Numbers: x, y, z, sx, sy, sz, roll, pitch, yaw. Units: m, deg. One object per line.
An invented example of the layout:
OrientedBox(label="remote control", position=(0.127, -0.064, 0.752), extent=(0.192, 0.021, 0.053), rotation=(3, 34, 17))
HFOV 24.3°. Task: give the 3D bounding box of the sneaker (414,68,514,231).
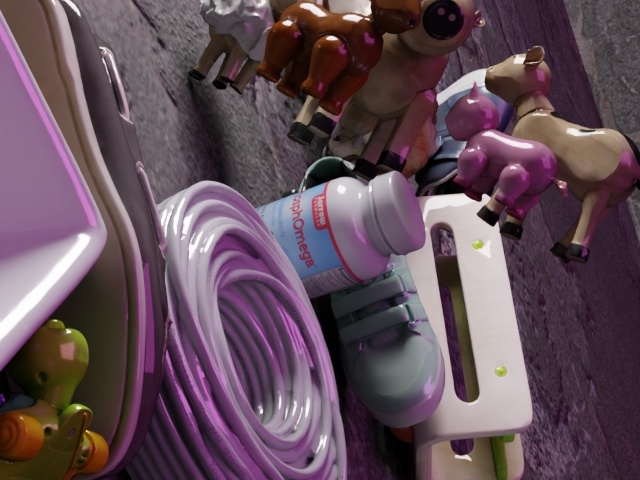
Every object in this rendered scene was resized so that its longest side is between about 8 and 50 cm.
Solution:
OrientedBox(label="sneaker", position=(0.125, -0.075, 1.627), extent=(0.086, 0.226, 0.163), rotation=(23, 65, -16))

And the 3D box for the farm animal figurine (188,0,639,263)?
OrientedBox(label="farm animal figurine", position=(0.091, -0.135, 1.236), extent=(0.330, 0.327, 0.172), rotation=(31, 83, -27))

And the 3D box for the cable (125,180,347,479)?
OrientedBox(label="cable", position=(-0.070, 0.090, 1.062), extent=(0.257, 0.089, 0.257), rotation=(53, 26, -37))

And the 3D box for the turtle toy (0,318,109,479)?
OrientedBox(label="turtle toy", position=(-0.163, 0.105, 0.795), extent=(0.066, 0.130, 0.095), rotation=(35, 0, 26))

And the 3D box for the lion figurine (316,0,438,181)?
OrientedBox(label="lion figurine", position=(0.016, -0.256, 1.521), extent=(0.240, 0.142, 0.392), rotation=(55, 18, -63))

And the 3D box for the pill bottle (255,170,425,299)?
OrientedBox(label="pill bottle", position=(0.000, 0.000, 1.211), extent=(0.087, 0.160, 0.087), rotation=(52, 27, -40))

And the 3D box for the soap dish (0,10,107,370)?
OrientedBox(label="soap dish", position=(-0.238, -0.060, 0.725), extent=(0.291, 0.118, 0.229), rotation=(64, 21, -16))

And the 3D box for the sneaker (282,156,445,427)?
OrientedBox(label="sneaker", position=(0.033, 0.041, 1.350), extent=(0.151, 0.094, 0.256), rotation=(55, 15, -49))

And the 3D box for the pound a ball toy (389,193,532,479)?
OrientedBox(label="pound a ball toy", position=(0.126, 0.142, 1.496), extent=(0.208, 0.135, 0.319), rotation=(86, -1, -56))

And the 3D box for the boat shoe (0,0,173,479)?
OrientedBox(label="boat shoe", position=(-0.143, -0.010, 0.933), extent=(0.095, 0.112, 0.335), rotation=(24, 46, -57))
